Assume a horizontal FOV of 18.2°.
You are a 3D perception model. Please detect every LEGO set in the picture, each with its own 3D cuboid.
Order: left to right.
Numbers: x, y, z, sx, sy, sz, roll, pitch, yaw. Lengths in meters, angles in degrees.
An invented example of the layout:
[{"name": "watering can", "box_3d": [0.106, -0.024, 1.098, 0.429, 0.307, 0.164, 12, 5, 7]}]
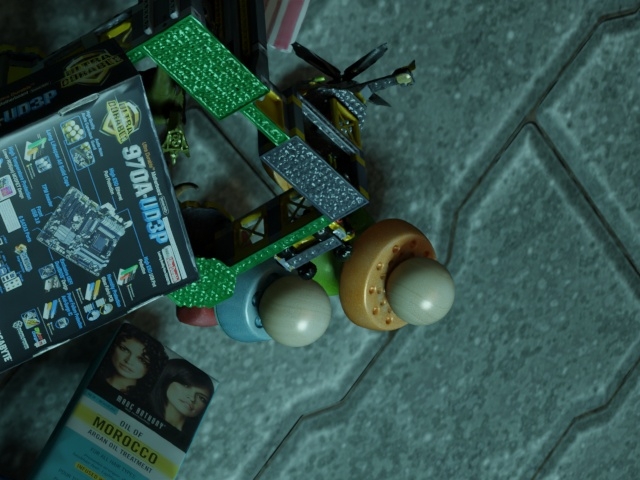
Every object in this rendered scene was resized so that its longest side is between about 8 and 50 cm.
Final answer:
[{"name": "LEGO set", "box_3d": [-0.107, -0.122, 1.558, 0.255, 0.192, 0.331, -35, 129, 28]}]

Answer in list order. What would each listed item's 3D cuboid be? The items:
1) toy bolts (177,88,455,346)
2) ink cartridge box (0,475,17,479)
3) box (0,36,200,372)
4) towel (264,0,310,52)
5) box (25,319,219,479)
[{"name": "toy bolts", "box_3d": [0.000, 0.000, 1.706, 0.228, 0.158, 0.218, -25, 122, -33]}, {"name": "ink cartridge box", "box_3d": [-0.183, 0.272, 1.662, 0.190, 0.139, 0.082, 24, 88, -45]}, {"name": "box", "box_3d": [-0.193, -0.020, 1.435, 0.175, 0.051, 0.220, -26, 138, -11]}, {"name": "towel", "box_3d": [-0.072, -0.245, 1.641, 0.197, 0.029, 0.144, 15, 97, -47]}, {"name": "box", "box_3d": [-0.164, 0.172, 1.576, 0.100, 0.244, 0.060, 34, 124, -8]}]
